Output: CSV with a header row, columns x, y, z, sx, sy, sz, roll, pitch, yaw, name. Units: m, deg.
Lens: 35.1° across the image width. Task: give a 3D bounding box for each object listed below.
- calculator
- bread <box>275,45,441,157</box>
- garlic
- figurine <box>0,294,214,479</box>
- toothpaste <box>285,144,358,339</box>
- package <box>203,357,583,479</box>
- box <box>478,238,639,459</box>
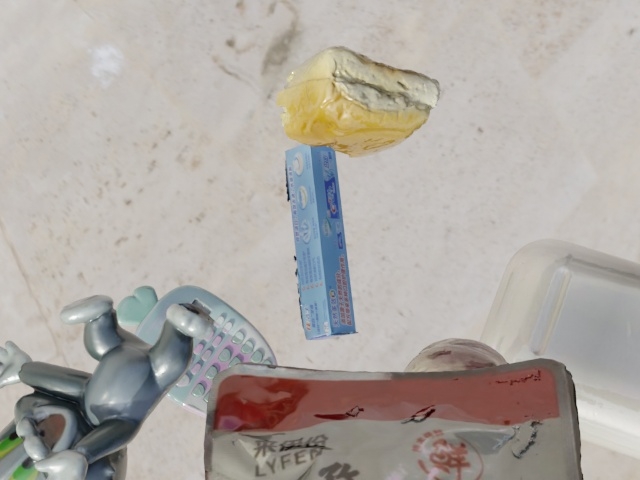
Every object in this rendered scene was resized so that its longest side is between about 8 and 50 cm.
x,y,z,sx,sy,sz,roll,pitch,yaw,name
-0.207,0.181,1.686,0.299,0.041,0.185,34,73,5,calculator
0.031,-0.119,0.909,0.125,0.106,0.082,14,84,-24,bread
0.124,0.146,0.798,0.102,0.159,0.147,-23,116,21,garlic
-0.206,0.149,0.887,0.265,0.193,0.140,-46,150,-10,figurine
0.000,0.000,1.403,0.053,0.066,0.272,2,77,-39,toothpaste
0.017,0.130,0.345,0.154,0.239,0.030,1,128,7,package
0.420,0.158,1.501,0.141,0.349,0.288,75,35,-63,box
